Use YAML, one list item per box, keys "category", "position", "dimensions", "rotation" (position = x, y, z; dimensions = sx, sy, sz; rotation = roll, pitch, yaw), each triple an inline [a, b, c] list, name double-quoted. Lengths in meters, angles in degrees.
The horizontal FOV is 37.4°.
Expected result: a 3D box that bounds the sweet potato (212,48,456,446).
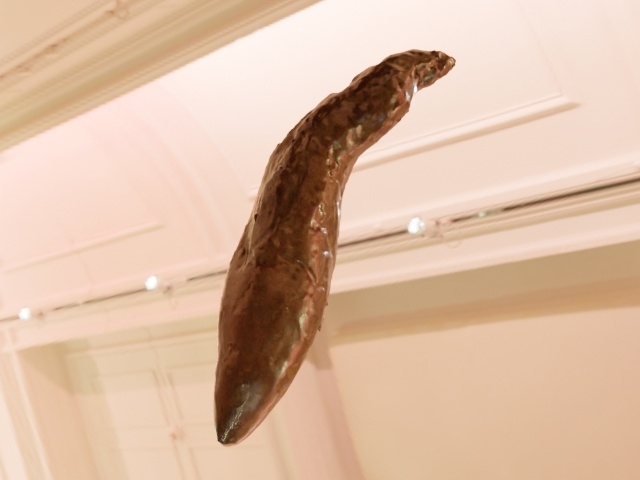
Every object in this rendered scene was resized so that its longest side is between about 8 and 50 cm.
- category: "sweet potato"
  position: [-0.005, -0.004, 0.320]
  dimensions: [0.153, 0.041, 0.038]
  rotation: [-64, -166, -6]
